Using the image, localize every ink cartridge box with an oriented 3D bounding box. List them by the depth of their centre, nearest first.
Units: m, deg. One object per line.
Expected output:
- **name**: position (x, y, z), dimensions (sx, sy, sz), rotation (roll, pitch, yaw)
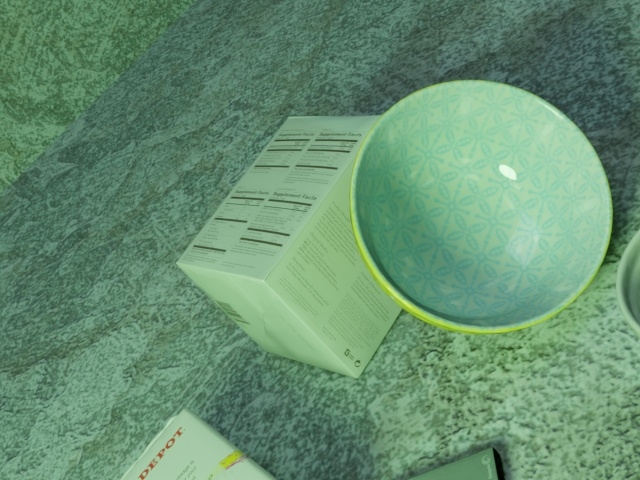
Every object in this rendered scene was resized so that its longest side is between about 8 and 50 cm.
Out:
- **ink cartridge box**: position (-0.119, 0.333, 1.014), dimensions (0.201, 0.117, 0.278), rotation (-50, 34, -14)

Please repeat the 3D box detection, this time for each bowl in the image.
- **bowl**: position (0.167, -0.021, 1.078), dimensions (0.289, 0.289, 0.156), rotation (-52, -7, -17)

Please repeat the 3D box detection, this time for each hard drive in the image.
- **hard drive**: position (0.122, 0.269, 0.934), dimensions (0.135, 0.022, 0.094), rotation (-27, 35, 20)

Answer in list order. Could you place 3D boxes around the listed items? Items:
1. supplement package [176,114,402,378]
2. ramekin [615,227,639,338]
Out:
- **supplement package**: position (0.000, 0.000, 1.211), dimensions (0.198, 0.199, 0.262), rotation (8, 56, 50)
- **ramekin**: position (0.385, 0.049, 0.848), dimensions (0.207, 0.109, 0.207), rotation (-26, 36, 20)
